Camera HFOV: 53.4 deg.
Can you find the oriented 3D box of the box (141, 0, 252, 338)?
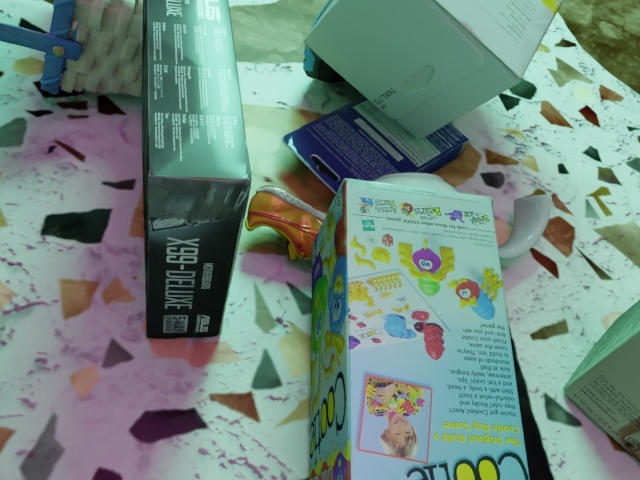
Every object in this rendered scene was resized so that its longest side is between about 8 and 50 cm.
[{"bbox_3d":[-0.131,-0.098,0.610,0.076,0.242,0.307,0,54,-16],"label":"box"}]

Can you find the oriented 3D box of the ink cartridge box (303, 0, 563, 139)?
[{"bbox_3d":[0.154,-0.301,0.751,0.197,0.198,0.270,37,67,-14],"label":"ink cartridge box"}]

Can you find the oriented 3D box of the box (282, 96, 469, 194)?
[{"bbox_3d":[0.070,-0.119,0.812,0.225,0.036,0.136,-31,68,-34],"label":"box"}]

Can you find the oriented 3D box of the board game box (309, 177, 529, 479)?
[{"bbox_3d":[0.072,0.106,0.558,0.144,0.142,0.275,7,62,-11],"label":"board game box"}]

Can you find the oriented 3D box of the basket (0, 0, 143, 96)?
[{"bbox_3d":[-0.296,-0.302,0.735,0.288,0.201,0.255,7,54,-23],"label":"basket"}]

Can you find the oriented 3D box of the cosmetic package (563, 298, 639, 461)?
[{"bbox_3d":[0.381,0.081,0.589,0.153,0.296,0.129,-34,69,-33],"label":"cosmetic package"}]

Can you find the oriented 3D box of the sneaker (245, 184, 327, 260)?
[{"bbox_3d":[0.000,0.000,0.701,0.175,0.064,0.067,23,85,-5],"label":"sneaker"}]

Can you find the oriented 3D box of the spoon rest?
[{"bbox_3d":[0.151,-0.022,0.714,0.276,0.137,0.084,3,84,-31],"label":"spoon rest"}]

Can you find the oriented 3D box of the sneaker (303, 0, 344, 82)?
[{"bbox_3d":[0.124,-0.292,0.892,0.340,0.125,0.139,-31,62,-32],"label":"sneaker"}]
